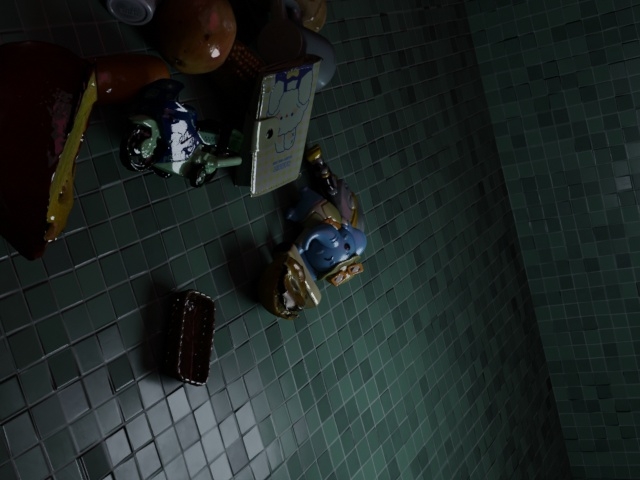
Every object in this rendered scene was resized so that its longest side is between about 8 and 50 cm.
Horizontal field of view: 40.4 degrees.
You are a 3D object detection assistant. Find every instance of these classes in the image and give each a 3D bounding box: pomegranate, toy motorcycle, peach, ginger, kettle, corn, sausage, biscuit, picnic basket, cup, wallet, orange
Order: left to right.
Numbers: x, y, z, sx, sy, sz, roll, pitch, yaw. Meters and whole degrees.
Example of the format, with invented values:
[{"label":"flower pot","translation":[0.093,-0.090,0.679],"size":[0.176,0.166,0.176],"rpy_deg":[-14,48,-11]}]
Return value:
[{"label":"peach","translation":[-0.493,-0.156,1.410],"size":[0.258,0.201,0.361],"rpy_deg":[161,-59,-79]},{"label":"sausage","translation":[-0.385,-0.318,1.720],"size":[0.238,0.098,0.098],"rpy_deg":[-22,101,-56]},{"label":"cup","translation":[-0.366,-0.512,1.790],"size":[0.136,0.099,0.133],"rpy_deg":[40,49,-46]},{"label":"toy motorcycle","translation":[-0.286,-0.217,1.772],"size":[0.331,0.125,0.196],"rpy_deg":[8,98,-64]},{"label":"picnic basket","translation":[-0.272,0.202,1.800],"size":[0.110,0.055,0.193],"rpy_deg":[31,56,-52]},{"label":"pomegranate","translation":[-0.265,-0.451,1.854],"size":[0.191,0.191,0.191],"rpy_deg":[21,65,-55]},{"label":"wallet","translation":[-0.250,-0.598,2.051],"size":[0.318,0.045,0.172],"rpy_deg":[62,35,-26]},{"label":"corn","translation":[-0.153,-0.360,2.082],"size":[0.363,0.120,0.120],"rpy_deg":[41,49,-51]},{"label":"wallet","translation":[-0.098,-0.269,2.034],"size":[0.223,0.077,0.309],"rpy_deg":[-25,136,-46]},{"label":"orange","translation":[-0.093,0.116,2.059],"size":[0.170,0.112,0.160],"rpy_deg":[64,16,-68]},{"label":"ginger","translation":[-0.091,-0.639,2.237],"size":[0.354,0.126,0.190],"rpy_deg":[-2,96,-60]},{"label":"kettle","translation":[-0.065,-0.489,2.142],"size":[0.243,0.160,0.210],"rpy_deg":[5,85,-75]},{"label":"biscuit","translation":[-0.056,0.088,2.176],"size":[0.188,0.056,0.052],"rpy_deg":[63,35,-28]}]

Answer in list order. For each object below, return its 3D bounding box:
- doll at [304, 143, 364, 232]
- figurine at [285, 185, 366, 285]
[{"label":"doll","translation":[0.043,-0.107,2.350],"size":[0.103,0.145,0.316],"rpy_deg":[-34,108,-20]},{"label":"figurine","translation":[0.000,-0.001,2.230],"size":[0.262,0.154,0.180],"rpy_deg":[49,50,-16]}]
